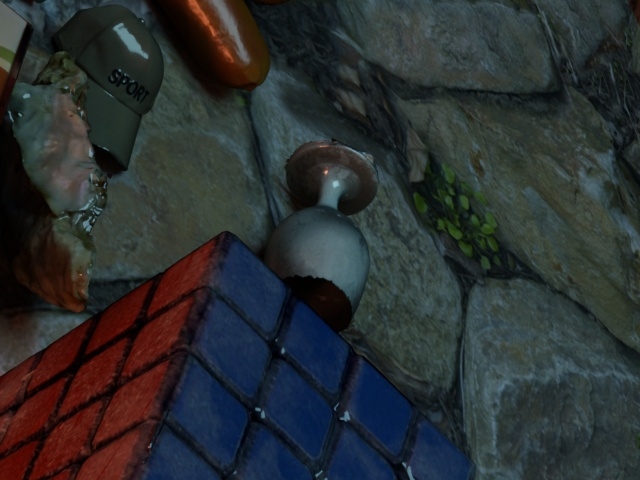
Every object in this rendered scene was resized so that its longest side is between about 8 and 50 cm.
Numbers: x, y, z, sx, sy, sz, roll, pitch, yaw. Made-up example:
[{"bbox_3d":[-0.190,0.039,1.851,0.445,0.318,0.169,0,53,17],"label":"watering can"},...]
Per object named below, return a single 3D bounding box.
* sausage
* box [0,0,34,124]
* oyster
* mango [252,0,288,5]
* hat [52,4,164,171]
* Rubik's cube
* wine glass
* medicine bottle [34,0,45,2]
[{"bbox_3d":[-0.141,-0.282,2.224,0.238,0.098,0.098,55,33,-1],"label":"sausage"},{"bbox_3d":[-0.472,-0.172,1.668,0.385,0.122,0.344,39,38,-27],"label":"box"},{"bbox_3d":[-0.271,-0.063,1.840,0.110,0.166,0.341,-2,59,-14],"label":"oyster"},{"bbox_3d":[-0.085,-0.421,2.314,0.211,0.173,0.317,61,12,-54],"label":"mango"},{"bbox_3d":[-0.215,-0.163,2.034,0.147,0.085,0.175,33,40,-36],"label":"hat"},{"bbox_3d":[-0.118,0.265,1.587,0.337,0.344,0.344,46,36,-19],"label":"Rubik's cube"},{"bbox_3d":[0.000,0.000,2.154,0.126,0.126,0.241,42,35,-24],"label":"wine glass"},{"bbox_3d":[-0.329,-0.298,2.027,0.083,0.047,0.047,31,42,-36],"label":"medicine bottle"}]
